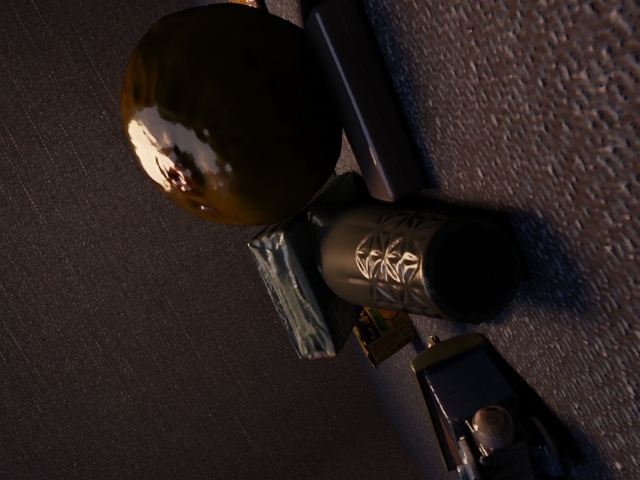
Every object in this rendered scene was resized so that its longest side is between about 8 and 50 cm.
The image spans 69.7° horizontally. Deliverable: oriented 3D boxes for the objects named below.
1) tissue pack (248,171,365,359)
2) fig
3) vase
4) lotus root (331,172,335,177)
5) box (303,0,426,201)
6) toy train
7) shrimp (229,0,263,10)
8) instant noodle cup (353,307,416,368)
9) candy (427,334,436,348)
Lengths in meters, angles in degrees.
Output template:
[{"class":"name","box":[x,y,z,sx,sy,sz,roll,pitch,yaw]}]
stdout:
[{"class":"tissue pack","box":[0.017,0.029,0.831,0.316,0.103,0.228,-49,-58,-57]},{"class":"fig","box":[-0.112,-0.192,0.709,0.344,0.343,0.343,63,174,11]},{"class":"vase","box":[0.113,0.030,0.560,0.251,0.156,0.301,38,172,-11]},{"class":"lotus root","box":[-0.029,-0.097,1.222,0.260,0.149,0.267,-128,17,-63]},{"class":"box","box":[0.054,-0.168,0.576,0.103,0.055,0.244,-136,22,-76]},{"class":"toy train","box":[0.234,0.286,0.628,0.202,0.131,0.300,-111,0,-58]},{"class":"shrimp","box":[-0.140,-0.456,1.069,0.164,0.062,0.317,53,165,50]},{"class":"instant noodle cup","box":[0.145,0.209,1.080,0.151,0.122,0.152,156,90,-85]},{"class":"candy","box":[0.237,0.265,0.854,0.053,0.046,0.182,79,166,-63]}]
